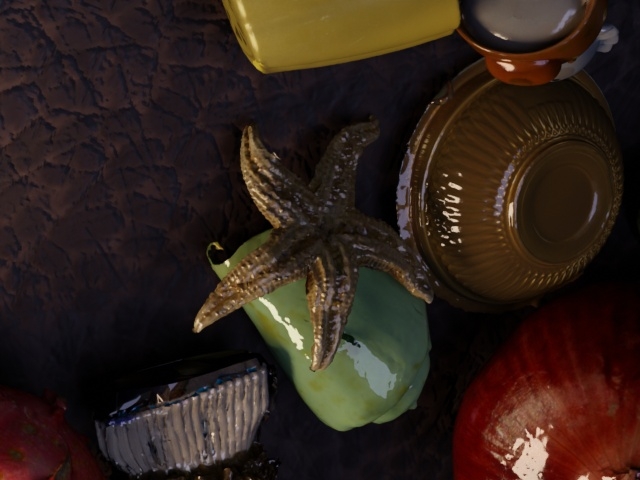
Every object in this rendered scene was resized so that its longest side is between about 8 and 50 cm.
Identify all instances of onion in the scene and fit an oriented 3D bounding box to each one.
[{"bbox_3d":[0.314,0.193,1.752,0.341,0.341,0.341,-10,115,-22],"label":"onion"}]

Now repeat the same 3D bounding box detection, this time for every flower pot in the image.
[{"bbox_3d":[0.003,-0.234,1.522,0.179,0.195,0.195,-22,119,-3],"label":"flower pot"}]

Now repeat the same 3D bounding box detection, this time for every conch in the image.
[{"bbox_3d":[0.017,0.069,1.699,0.143,0.137,0.250,-26,103,16],"label":"conch"}]

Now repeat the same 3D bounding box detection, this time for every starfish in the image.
[{"bbox_3d":[0.000,0.000,1.623,0.236,0.062,0.277,45,61,-11],"label":"starfish"}]

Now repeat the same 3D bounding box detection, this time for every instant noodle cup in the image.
[{"bbox_3d":[0.207,-0.047,1.722,0.274,0.091,0.274,-10,109,-29],"label":"instant noodle cup"}]

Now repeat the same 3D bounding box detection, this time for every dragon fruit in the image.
[{"bbox_3d":[-0.277,0.226,1.541,0.268,0.205,0.210,42,90,-12],"label":"dragon fruit"}]

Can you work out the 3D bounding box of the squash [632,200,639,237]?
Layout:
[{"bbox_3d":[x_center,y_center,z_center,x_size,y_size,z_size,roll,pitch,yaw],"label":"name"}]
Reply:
[{"bbox_3d":[0.531,-0.020,1.798,0.309,0.310,0.310,-39,122,-10],"label":"squash"}]

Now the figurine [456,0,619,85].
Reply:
[{"bbox_3d":[0.196,-0.211,1.611,0.271,0.143,0.143,-18,129,-68],"label":"figurine"}]

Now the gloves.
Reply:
[{"bbox_3d":[-0.130,0.256,1.670,0.210,0.135,0.312,-32,132,-43],"label":"gloves"}]
